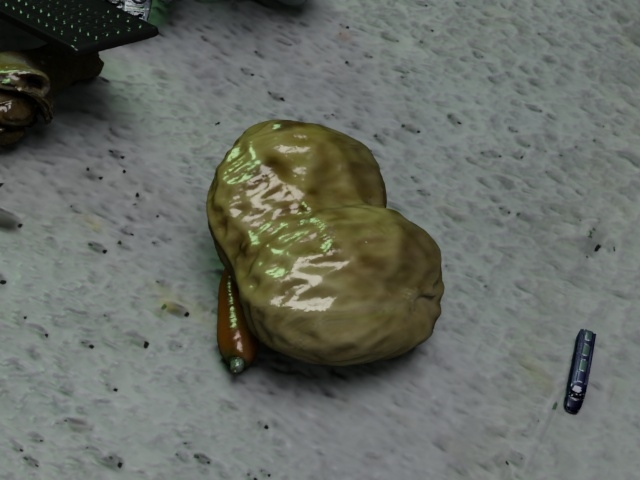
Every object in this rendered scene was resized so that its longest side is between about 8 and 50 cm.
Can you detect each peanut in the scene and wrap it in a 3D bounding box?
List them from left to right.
[{"bbox_3d":[0.000,0.000,1.399,0.197,0.110,0.233,-6,51,-34],"label":"peanut"}]

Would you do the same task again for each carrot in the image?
[{"bbox_3d":[-0.069,0.055,1.390,0.035,0.035,0.142,7,45,-11],"label":"carrot"}]

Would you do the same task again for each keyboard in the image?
[{"bbox_3d":[-0.226,-0.192,1.464,0.103,0.041,0.381,-21,42,-38],"label":"keyboard"}]

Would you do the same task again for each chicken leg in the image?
[{"bbox_3d":[-0.268,-0.141,1.467,0.196,0.080,0.125,-17,48,-31],"label":"chicken leg"}]

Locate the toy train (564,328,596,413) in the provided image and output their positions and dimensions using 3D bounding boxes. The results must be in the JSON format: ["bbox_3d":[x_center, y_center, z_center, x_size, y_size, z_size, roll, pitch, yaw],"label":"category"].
[{"bbox_3d":[0.224,0.113,1.441,0.017,0.017,0.083,18,49,0],"label":"toy train"}]

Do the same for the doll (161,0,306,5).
[{"bbox_3d":[-0.084,-0.307,1.627,0.195,0.153,0.258,0,26,-4],"label":"doll"}]

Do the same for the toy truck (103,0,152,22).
[{"bbox_3d":[-0.201,-0.213,1.572,0.083,0.039,0.044,5,66,-11],"label":"toy truck"}]
